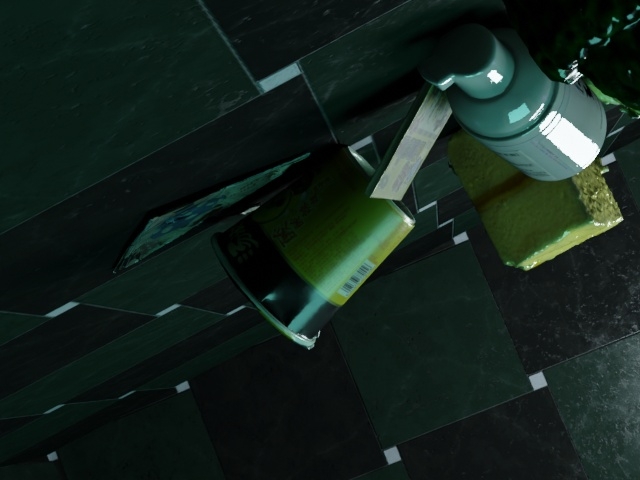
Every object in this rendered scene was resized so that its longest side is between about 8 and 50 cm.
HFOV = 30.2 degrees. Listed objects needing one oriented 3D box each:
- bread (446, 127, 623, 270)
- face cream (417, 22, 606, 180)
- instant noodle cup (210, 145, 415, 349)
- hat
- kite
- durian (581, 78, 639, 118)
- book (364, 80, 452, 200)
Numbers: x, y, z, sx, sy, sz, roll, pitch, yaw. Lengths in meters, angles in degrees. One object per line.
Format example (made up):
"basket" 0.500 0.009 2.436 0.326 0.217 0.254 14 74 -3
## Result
"bread" 0.364 -0.106 1.971 0.198 0.263 0.236 -30 173 34
"face cream" 0.232 -0.180 1.441 0.145 0.145 0.370 -30 158 19
"instant noodle cup" 0.000 0.000 1.653 0.236 0.215 0.215 -41 170 9
"hat" 0.336 -0.192 1.078 0.242 0.332 0.274 -25 169 -30
"kite" -0.157 -0.035 1.596 0.335 0.011 0.314 -29 173 19
"durian" 0.472 -0.245 1.553 0.256 0.204 0.340 -13 -170 -11
"book" 0.126 -0.138 1.510 0.192 0.013 0.168 -61 165 9
